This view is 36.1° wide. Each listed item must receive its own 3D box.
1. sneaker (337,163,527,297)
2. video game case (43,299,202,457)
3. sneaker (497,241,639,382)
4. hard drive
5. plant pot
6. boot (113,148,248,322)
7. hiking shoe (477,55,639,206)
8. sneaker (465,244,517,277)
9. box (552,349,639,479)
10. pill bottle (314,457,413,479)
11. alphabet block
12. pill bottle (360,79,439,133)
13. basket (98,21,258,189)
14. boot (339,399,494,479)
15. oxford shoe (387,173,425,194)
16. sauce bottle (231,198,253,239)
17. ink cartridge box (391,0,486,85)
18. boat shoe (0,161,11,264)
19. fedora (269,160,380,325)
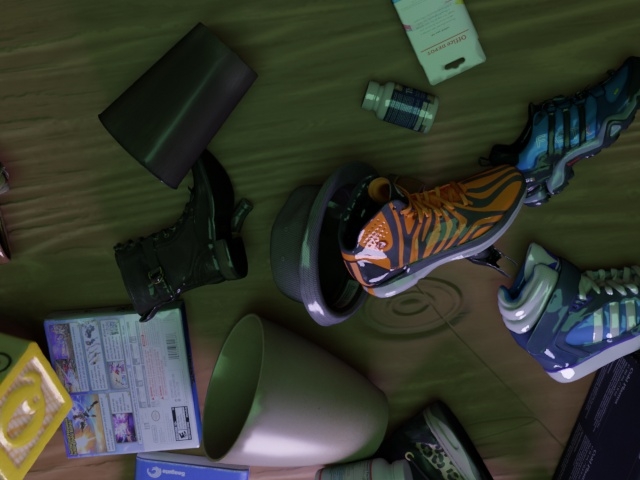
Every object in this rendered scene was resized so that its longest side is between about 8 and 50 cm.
[{"bbox_3d":[0.171,-0.050,1.553,0.321,0.124,0.180,-35,129,0],"label":"sneaker"},{"bbox_3d":[-0.351,0.250,1.767,0.244,0.061,0.270,-5,104,1],"label":"video game case"},{"bbox_3d":[0.461,0.077,1.667,0.322,0.130,0.236,-35,105,15],"label":"sneaker"},{"bbox_3d":[-0.253,0.560,1.856,0.210,0.040,0.319,7,105,0],"label":"hard drive"},{"bbox_3d":[-0.030,0.284,1.696,0.274,0.256,0.256,18,105,-21],"label":"plant pot"},{"bbox_3d":[-0.255,-0.011,1.670,0.229,0.091,0.263,-17,78,20],"label":"boot"},{"bbox_3d":[0.409,-0.196,1.606,0.132,0.113,0.304,40,102,-9],"label":"hiking shoe"},{"bbox_3d":[0.249,0.009,1.681,0.170,0.089,0.051,27,89,38],"label":"sneaker"},{"bbox_3d":[0.554,0.384,1.653,0.179,0.312,0.343,17,105,-3],"label":"box"},{"bbox_3d":[0.076,0.423,1.687,0.160,0.087,0.087,-14,104,15],"label":"pill bottle"},{"bbox_3d":[-0.573,0.272,1.653,0.197,0.192,0.193,12,142,25],"label":"alphabet block"},{"bbox_3d":[0.131,-0.225,1.629,0.120,0.067,0.067,17,104,-4],"label":"pill bottle"},{"bbox_3d":[-0.222,-0.226,1.590,0.227,0.204,0.154,-47,137,5],"label":"basket"},{"bbox_3d":[0.189,0.512,1.764,0.284,0.138,0.377,-29,88,10],"label":"boot"},{"bbox_3d":[0.140,-0.003,1.675,0.076,0.076,0.212,10,105,15],"label":"oxford shoe"},{"bbox_3d":[-0.164,-0.015,1.703,0.042,0.042,0.128,36,104,-8],"label":"sauce bottle"},{"bbox_3d":[0.187,-0.356,1.596,0.104,0.061,0.181,-24,102,8],"label":"ink cartridge box"},{"bbox_3d":[-0.587,-0.102,1.660,0.119,0.122,0.324,-2,113,-3],"label":"boat shoe"},{"bbox_3d":[0.000,0.000,1.640,0.124,0.243,0.276,8,96,31],"label":"fedora"}]
